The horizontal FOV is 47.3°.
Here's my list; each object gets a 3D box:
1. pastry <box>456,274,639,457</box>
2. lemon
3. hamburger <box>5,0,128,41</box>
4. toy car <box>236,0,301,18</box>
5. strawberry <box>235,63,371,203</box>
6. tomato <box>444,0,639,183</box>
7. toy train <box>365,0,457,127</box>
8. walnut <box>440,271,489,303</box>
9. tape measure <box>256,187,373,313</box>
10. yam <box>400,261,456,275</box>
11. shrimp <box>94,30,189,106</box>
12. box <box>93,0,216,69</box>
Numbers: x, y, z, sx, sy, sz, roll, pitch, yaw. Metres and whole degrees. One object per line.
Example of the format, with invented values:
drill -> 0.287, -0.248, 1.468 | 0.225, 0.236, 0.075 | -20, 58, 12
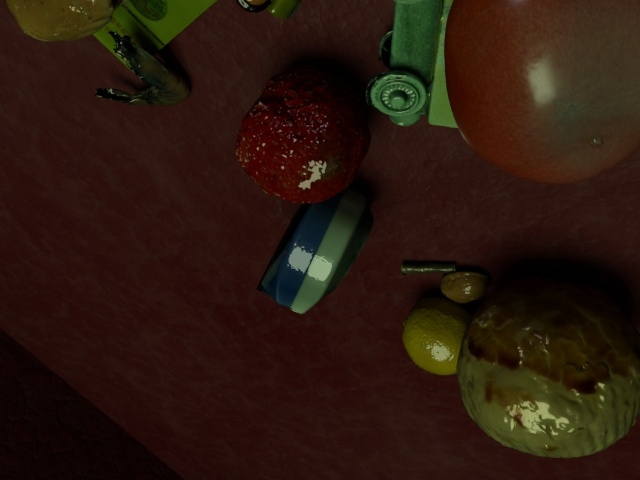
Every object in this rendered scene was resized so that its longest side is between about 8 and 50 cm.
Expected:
pastry -> 0.463, 0.240, 1.486 | 0.389, 0.388, 0.312 | -2, 125, 29
lemon -> 0.286, 0.224, 1.703 | 0.203, 0.178, 0.178 | 23, 144, 24
hamburger -> -0.453, -0.478, 1.260 | 0.283, 0.145, 0.259 | -16, 108, 47
toy car -> -0.121, -0.460, 1.131 | 0.248, 0.200, 0.142 | 26, 114, -25
strawberry -> -0.022, -0.174, 1.319 | 0.258, 0.277, 0.257 | -4, 116, -9
tomato -> 0.327, -0.230, 0.927 | 0.342, 0.272, 0.341 | -1, 137, -1
toy train -> 0.206, -0.337, 1.123 | 0.254, 0.160, 0.397 | 8, 139, 7
walnut -> 0.322, 0.112, 1.646 | 0.091, 0.052, 0.121 | 31, 146, -28
tape measure -> 0.000, 0.002, 1.544 | 0.138, 0.259, 0.262 | 29, 137, -7
yam -> 0.247, 0.066, 1.662 | 0.130, 0.027, 0.033 | 0, 97, 27
shrimp -> -0.388, -0.324, 1.447 | 0.198, 0.051, 0.262 | -8, 161, 19
box -> -0.321, -0.456, 1.342 | 0.335, 0.047, 0.187 | -22, 123, 44
